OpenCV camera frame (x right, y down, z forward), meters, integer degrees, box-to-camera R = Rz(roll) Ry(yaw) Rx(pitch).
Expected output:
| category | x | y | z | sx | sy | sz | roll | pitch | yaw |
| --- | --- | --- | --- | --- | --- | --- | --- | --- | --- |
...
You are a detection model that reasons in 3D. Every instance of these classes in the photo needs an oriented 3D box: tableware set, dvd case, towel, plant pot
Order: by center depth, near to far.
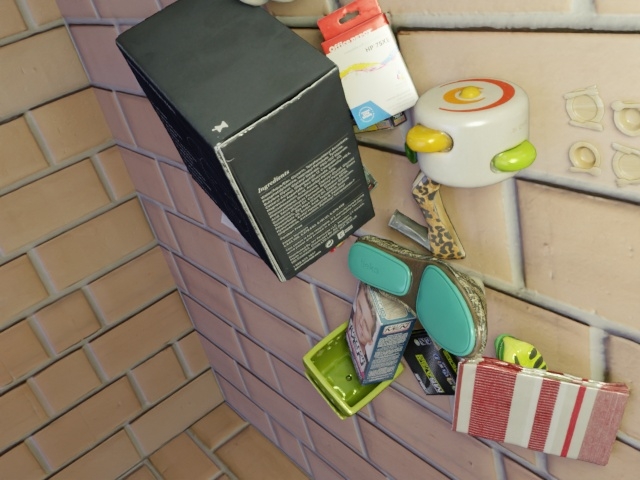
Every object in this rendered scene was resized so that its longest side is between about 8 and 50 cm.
| category | x | y | z | sx | sy | sz | roll | pitch | yaw |
| --- | --- | --- | --- | --- | --- | --- | --- | --- | --- |
| tableware set | 0.450 | -0.161 | 0.999 | 0.141 | 0.020 | 0.169 | 21 | 135 | 49 |
| towel | 0.448 | 0.356 | 1.334 | 0.328 | 0.037 | 0.237 | 9 | 127 | 17 |
| dvd case | 0.090 | -0.167 | 1.588 | 0.119 | 0.013 | 0.087 | 55 | 153 | 8 |
| plant pot | 0.089 | 0.406 | 1.965 | 0.228 | 0.227 | 0.207 | 48 | 158 | 17 |

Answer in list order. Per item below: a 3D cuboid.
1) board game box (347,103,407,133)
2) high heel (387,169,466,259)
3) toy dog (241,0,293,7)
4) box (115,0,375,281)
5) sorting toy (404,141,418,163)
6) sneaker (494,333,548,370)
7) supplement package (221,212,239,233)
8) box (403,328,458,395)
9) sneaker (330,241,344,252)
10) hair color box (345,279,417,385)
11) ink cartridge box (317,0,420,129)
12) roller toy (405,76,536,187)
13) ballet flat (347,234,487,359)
| category | x | y | z | sx | sy | sz | roll | pitch | yaw |
| --- | --- | --- | --- | --- | --- | --- | --- | --- | --- |
| board game box | 0.097 | -0.310 | 1.392 | 0.170 | 0.048 | 0.141 | 6 | 125 | 56 |
| high heel | 0.274 | -0.074 | 1.347 | 0.186 | 0.093 | 0.261 | 30 | 135 | 3 |
| toy dog | -0.141 | -0.659 | 1.243 | 0.395 | 0.284 | 0.408 | -26 | 95 | 26 |
| box | -0.157 | -0.246 | 1.446 | 0.480 | 0.297 | 0.472 | 46 | 168 | 34 |
| sorting toy | 0.212 | -0.200 | 1.336 | 0.102 | 0.042 | 0.061 | 99 | 148 | -68 |
| sneaker | 0.463 | 0.325 | 1.417 | 0.123 | 0.109 | 0.296 | -118 | 5 | -65 |
| supplement package | -0.165 | -0.120 | 1.834 | 0.194 | 0.149 | 0.203 | 29 | 115 | 44 |
| box | 0.300 | 0.330 | 1.722 | 0.191 | 0.045 | 0.184 | 60 | 151 | -2 |
| sneaker | 0.000 | 0.000 | 1.838 | 0.094 | 0.081 | 0.208 | 54 | 155 | -9 |
| hair color box | 0.156 | 0.236 | 1.731 | 0.347 | 0.105 | 0.174 | 99 | 158 | -51 |
| ink cartridge box | 0.092 | -0.353 | 1.252 | 0.231 | 0.134 | 0.078 | 63 | -164 | -12 |
| roller toy | 0.256 | -0.194 | 1.092 | 0.209 | 0.191 | 0.146 | -3 | 124 | 13 |
| ballet flat | 0.251 | 0.102 | 1.424 | 0.482 | 0.182 | 0.164 | 35 | 120 | 54 |
